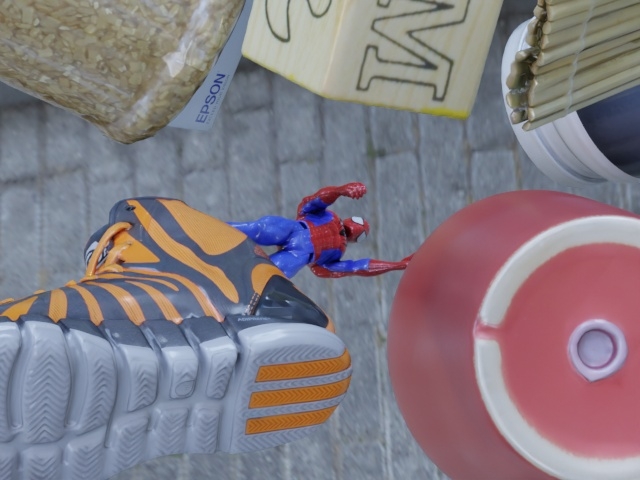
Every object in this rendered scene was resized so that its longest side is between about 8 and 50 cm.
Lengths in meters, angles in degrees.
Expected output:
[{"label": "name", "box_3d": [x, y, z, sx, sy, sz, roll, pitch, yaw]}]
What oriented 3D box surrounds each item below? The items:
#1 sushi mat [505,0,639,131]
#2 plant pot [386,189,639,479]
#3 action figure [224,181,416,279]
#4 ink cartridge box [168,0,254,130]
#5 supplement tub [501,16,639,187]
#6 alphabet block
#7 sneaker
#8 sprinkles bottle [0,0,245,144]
[{"label": "sushi mat", "box_3d": [0.184, -0.147, 0.601, 0.019, 0.151, 0.316, 34, 38, 32]}, {"label": "plant pot", "box_3d": [0.193, 0.085, 1.158, 0.275, 0.243, 0.275, 0, 86, -3]}, {"label": "action figure", "box_3d": [0.000, 0.000, 1.326, 0.139, 0.280, 0.091, -12, 92, 28]}, {"label": "ink cartridge box", "box_3d": [-0.171, -0.233, 1.628, 0.045, 0.224, 0.223, 40, 114, 37]}, {"label": "supplement tub", "box_3d": [0.315, -0.158, 1.305, 0.272, 0.191, 0.191, -18, 63, 45]}, {"label": "alphabet block", "box_3d": [0.059, -0.250, 1.537, 0.192, 0.193, 0.197, 34, 113, 55]}, {"label": "sneaker", "box_3d": [-0.154, 0.060, 0.949, 0.321, 0.124, 0.180, 1, 32, -30]}, {"label": "sprinkles bottle", "box_3d": [-0.198, -0.158, 0.551, 0.355, 0.121, 0.121, 24, 72, -27]}]
